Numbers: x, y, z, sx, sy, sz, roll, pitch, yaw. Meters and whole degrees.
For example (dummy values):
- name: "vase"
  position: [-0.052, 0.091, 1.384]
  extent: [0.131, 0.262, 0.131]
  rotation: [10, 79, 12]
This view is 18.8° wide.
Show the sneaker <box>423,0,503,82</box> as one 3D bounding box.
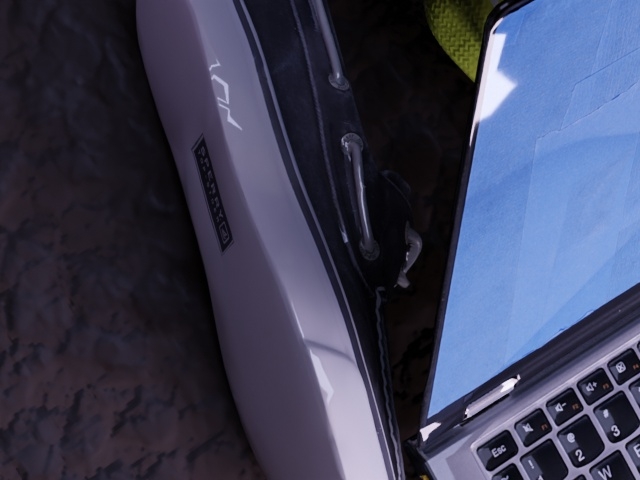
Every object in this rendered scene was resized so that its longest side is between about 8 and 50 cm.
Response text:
- name: "sneaker"
  position: [0.168, -0.085, 1.025]
  extent: [0.240, 0.091, 0.126]
  rotation: [49, 61, -9]

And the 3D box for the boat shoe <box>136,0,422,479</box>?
- name: "boat shoe"
  position: [0.000, 0.000, 0.928]
  extent: [0.102, 0.108, 0.301]
  rotation: [-12, 77, -24]

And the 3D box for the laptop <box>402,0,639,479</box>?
- name: "laptop"
  position: [0.256, 0.037, 0.864]
  extent: [0.382, 0.236, 0.408]
  rotation: [-29, 91, -26]
